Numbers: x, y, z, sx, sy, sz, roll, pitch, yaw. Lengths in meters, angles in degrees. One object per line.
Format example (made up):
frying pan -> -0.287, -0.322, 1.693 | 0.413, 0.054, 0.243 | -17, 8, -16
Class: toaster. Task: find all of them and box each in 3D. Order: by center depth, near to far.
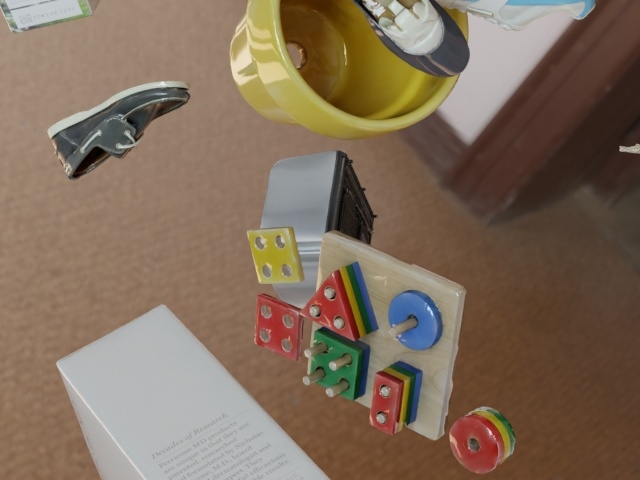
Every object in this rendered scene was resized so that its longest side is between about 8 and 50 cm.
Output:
toaster -> 0.000, 0.000, 2.018 | 0.168, 0.110, 0.186 | 61, 30, -52

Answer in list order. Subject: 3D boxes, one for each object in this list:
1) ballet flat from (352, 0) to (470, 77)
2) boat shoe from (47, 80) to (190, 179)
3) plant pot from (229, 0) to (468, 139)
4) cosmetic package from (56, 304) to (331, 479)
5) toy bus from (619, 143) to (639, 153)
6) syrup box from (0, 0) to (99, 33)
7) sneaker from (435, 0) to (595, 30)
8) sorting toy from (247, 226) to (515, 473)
ballet flat -> 0.071, -0.240, 1.555 | 0.203, 0.074, 0.074 | 46, 37, -3
boat shoe -> -0.256, -0.148, 2.003 | 0.084, 0.233, 0.079 | 1, 71, -56
plant pot -> 0.009, -0.236, 1.807 | 0.254, 0.239, 0.254 | 3, 83, -26
cosmetic package -> -0.119, 0.294, 1.753 | 0.161, 0.230, 0.453 | -28, 38, -18
toy bus -> 0.504, -0.155, 1.973 | 0.202, 0.104, 0.191 | 7, 3, 2
syrup box -> -0.302, -0.336, 1.524 | 0.096, 0.093, 0.237 | -82, 157, -53
sneaker -> 0.181, -0.268, 1.626 | 0.087, 0.228, 0.092 | -55, 134, -43
sorting toy -> 0.032, 0.075, 1.188 | 0.274, 0.132, 0.046 | 25, 31, 33
